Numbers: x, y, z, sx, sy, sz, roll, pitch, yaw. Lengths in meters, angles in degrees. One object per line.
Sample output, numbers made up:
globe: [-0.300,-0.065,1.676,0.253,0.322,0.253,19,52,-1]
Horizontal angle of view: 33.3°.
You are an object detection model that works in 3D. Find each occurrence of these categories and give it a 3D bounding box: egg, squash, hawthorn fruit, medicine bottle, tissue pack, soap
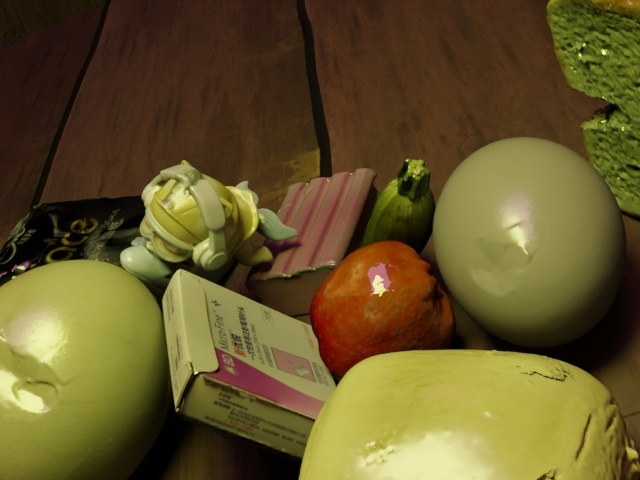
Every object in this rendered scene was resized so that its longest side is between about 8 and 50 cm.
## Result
egg: [-0.257,0.147,1.040,0.219,0.219,0.269,16,81,49]
squash: [0.081,-0.013,1.107,0.066,0.066,0.252,-30,-12,-10]
hawthorn fruit: [0.054,0.070,1.040,0.138,0.133,0.133,-34,29,4]
medicine bottle: [-0.067,0.120,1.014,0.052,0.171,0.201,-57,22,17]
egg: [0.193,0.003,0.995,0.176,0.176,0.232,-16,33,14]
tissue pack: [-0.286,0.042,1.343,0.332,0.123,0.245,-7,31,29]
soap: [0.000,0.000,1.255,0.122,0.065,0.203,-11,31,25]

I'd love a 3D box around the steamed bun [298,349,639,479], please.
steamed bun: [0.109,0.168,0.786,0.232,0.166,0.273,-6,27,29]

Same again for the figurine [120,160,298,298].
figurine: [-0.126,-0.009,1.147,0.208,0.183,0.128,-28,63,-38]

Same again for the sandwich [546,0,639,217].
sandwich: [0.333,-0.132,1.019,0.095,0.273,0.249,-31,28,-12]
